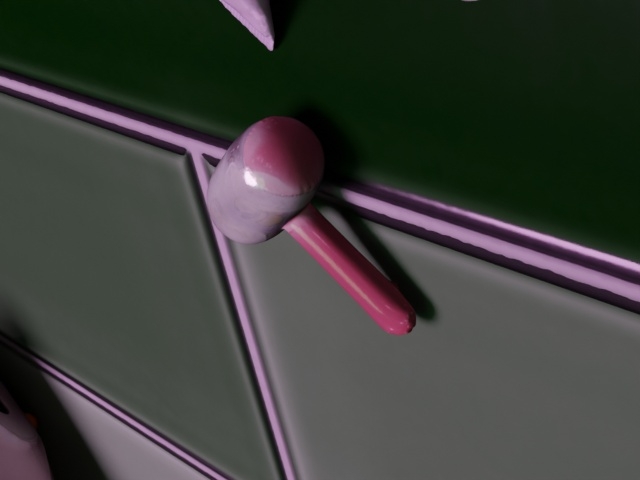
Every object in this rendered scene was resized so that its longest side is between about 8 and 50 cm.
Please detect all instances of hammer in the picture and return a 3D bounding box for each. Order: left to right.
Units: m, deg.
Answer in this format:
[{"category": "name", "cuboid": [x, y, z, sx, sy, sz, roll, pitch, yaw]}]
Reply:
[{"category": "hammer", "cuboid": [0.000, 0.000, 0.331, 0.083, 0.031, 0.052, 46, 151, -1]}]

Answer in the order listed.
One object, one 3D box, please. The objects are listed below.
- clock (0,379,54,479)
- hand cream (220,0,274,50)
[{"category": "clock", "cuboid": [-0.350, 0.186, 0.741, 0.377, 0.250, 0.368, 4, 125, 50]}, {"category": "hand cream", "cuboid": [-0.042, -0.103, 0.254, 0.084, 0.053, 0.142, 48, 175, 9]}]
